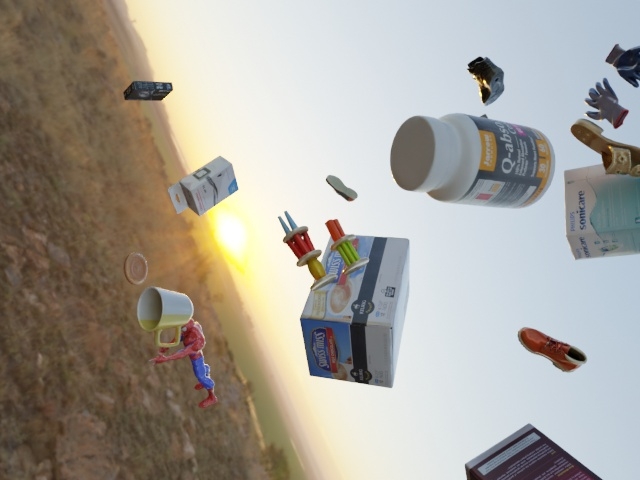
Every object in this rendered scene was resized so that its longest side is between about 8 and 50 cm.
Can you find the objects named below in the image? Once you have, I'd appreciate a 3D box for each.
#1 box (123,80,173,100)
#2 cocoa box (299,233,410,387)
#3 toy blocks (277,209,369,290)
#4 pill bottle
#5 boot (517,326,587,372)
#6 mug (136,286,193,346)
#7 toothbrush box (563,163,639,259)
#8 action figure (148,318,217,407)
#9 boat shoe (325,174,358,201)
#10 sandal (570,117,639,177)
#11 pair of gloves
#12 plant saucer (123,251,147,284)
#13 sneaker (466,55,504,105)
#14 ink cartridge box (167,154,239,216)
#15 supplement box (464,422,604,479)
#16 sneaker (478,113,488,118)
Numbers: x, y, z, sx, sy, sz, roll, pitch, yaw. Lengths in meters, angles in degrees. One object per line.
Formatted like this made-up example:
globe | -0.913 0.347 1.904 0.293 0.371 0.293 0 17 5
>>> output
box | -0.359 -0.312 1.159 0.067 0.083 0.018 -13 -92 51
cocoa box | 0.104 0.174 1.476 0.347 0.228 0.231 -69 158 -48
toy blocks | 0.000 0.000 0.987 0.148 0.123 0.054 60 -23 14
pill bottle | 0.278 -0.145 1.020 0.162 0.278 0.162 -7 -99 61
boot | 0.545 0.248 1.303 0.158 0.059 0.084 31 -20 8
mug | -0.221 0.106 0.797 0.062 0.078 0.064 26 9 38
toothbrush box | 0.768 -0.084 1.369 0.126 0.295 0.216 47 45 -43
action figure | -0.329 0.293 1.317 0.091 0.139 0.280 -123 -153 -47
boat shoe | 0.070 -0.183 1.976 0.137 0.049 0.043 33 -33 -18
sandal | 0.683 -0.191 1.306 0.240 0.079 0.088 40 -12 21
pair of gloves | 0.688 -0.361 1.277 0.159 0.023 0.198 -104 -151 -51
plant saucer | -0.469 0.071 1.416 0.083 0.013 0.083 -6 90 -68
sneaker | 0.591 -0.577 1.988 0.130 0.087 0.227 59 7 22
ink cartridge box | -0.319 -0.141 1.529 0.060 0.180 0.104 36 -29 30
supplement box | 0.319 0.363 0.729 0.239 0.130 0.073 36 -35 58
sneaker | 0.487 -0.333 1.841 0.086 0.192 0.064 58 33 2
